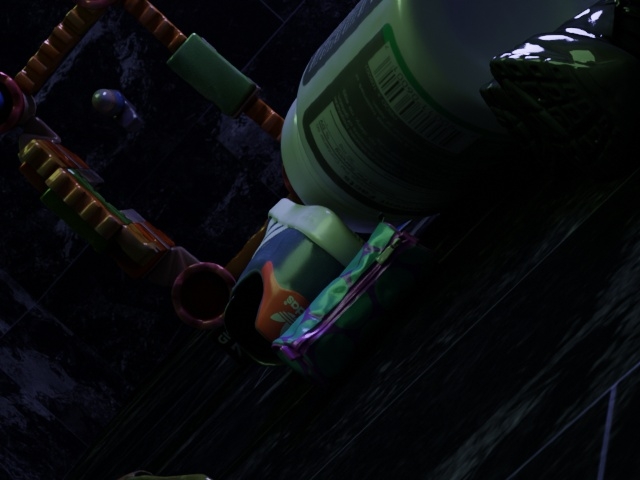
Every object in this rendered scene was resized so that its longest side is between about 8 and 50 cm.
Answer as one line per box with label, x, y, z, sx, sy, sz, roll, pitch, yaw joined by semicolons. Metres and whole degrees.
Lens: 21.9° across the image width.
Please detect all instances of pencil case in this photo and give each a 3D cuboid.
pencil case;0.029;0.053;1.389;0.152;0.064;0.070;-49;-21;-10

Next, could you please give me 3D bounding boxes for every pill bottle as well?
pill bottle;0.098;-0.138;1.518;0.204;0.204;0.361;-49;5;-25

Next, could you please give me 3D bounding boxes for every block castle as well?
block castle;-0.214;-0.129;2.111;0.303;0.453;0.213;-48;-1;5

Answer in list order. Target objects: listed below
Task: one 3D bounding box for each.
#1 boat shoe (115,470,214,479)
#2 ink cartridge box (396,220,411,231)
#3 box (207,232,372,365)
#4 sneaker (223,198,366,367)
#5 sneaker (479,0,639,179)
boat shoe;-0.138;0.232;1.221;0.104;0.111;0.307;-45;12;-24
ink cartridge box;0.173;-0.151;1.918;0.165;0.065;0.333;-43;7;44
box;0.000;0.000;2.257;0.293;0.073;0.295;-46;5;31
sneaker;-0.032;0.050;1.641;0.148;0.131;0.350;-50;2;-5
sneaker;0.187;-0.119;1.127;0.130;0.109;0.286;-41;6;1
